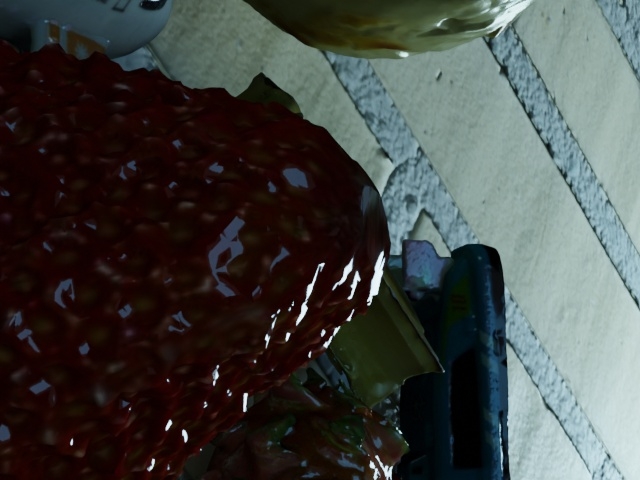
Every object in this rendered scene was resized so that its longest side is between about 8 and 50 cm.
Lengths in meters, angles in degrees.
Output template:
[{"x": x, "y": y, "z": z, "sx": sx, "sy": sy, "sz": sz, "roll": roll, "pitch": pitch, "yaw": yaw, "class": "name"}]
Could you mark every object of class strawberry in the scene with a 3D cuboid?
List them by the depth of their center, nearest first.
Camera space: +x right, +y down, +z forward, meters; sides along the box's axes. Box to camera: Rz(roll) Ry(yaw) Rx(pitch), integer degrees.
[{"x": -0.129, "y": 0.023, "z": 0.958, "sx": 0.312, "sy": 0.351, "sz": 0.267, "roll": 9, "pitch": 65, "yaw": -66, "class": "strawberry"}]

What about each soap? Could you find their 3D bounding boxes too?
[{"x": -0.001, "y": 0.001, "z": 1.346, "sx": 0.233, "sy": 0.076, "sz": 0.135, "roll": 59, "pitch": 3, "yaw": -26, "class": "soap"}]

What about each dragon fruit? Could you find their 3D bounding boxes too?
[{"x": -0.021, "y": 0.178, "z": 1.245, "sx": 0.137, "sy": 0.135, "sz": 0.236, "roll": 34, "pitch": 29, "yaw": -5, "class": "dragon fruit"}]

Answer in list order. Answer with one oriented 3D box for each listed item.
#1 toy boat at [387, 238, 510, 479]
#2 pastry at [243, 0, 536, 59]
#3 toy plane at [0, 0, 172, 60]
[{"x": 0.090, "y": 0.154, "z": 1.471, "sx": 0.092, "sy": 0.134, "sz": 0.299, "roll": 4, "pitch": 76, "yaw": -16, "class": "toy boat"}, {"x": 0.036, "y": -0.323, "z": 1.303, "sx": 0.312, "sy": 0.388, "sz": 0.389, "roll": -10, "pitch": 89, "yaw": -38, "class": "pastry"}, {"x": -0.178, "y": -0.180, "z": 1.166, "sx": 0.244, "sy": 0.117, "sz": 0.245, "roll": 23, "pitch": 60, "yaw": -49, "class": "toy plane"}]
